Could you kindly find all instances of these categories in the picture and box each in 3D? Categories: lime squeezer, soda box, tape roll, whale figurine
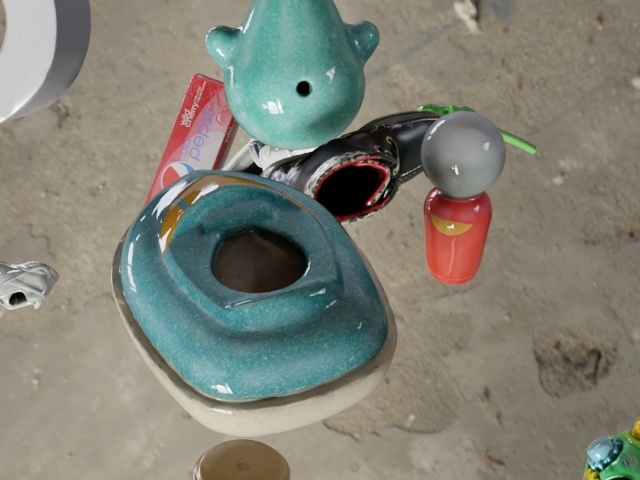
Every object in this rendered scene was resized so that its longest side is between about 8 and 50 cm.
[{"bbox_3d":[0.209,-0.173,1.563,0.310,0.110,0.059,0,46,-3],"label":"lime squeezer"},{"bbox_3d":[-0.208,-0.139,1.608,0.092,0.083,0.263,22,96,6],"label":"soda box"},{"bbox_3d":[-0.344,-0.226,0.965,0.219,0.219,0.072,-11,13,19],"label":"tape roll"},{"bbox_3d":[-0.030,-0.241,1.157,0.216,0.272,0.141,-2,17,-8],"label":"whale figurine"}]

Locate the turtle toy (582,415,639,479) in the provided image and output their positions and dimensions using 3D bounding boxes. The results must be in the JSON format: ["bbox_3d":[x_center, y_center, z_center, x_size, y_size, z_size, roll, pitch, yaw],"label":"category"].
[{"bbox_3d":[0.217,0.188,0.667,0.066,0.095,0.130,-6,40,-3],"label":"turtle toy"}]

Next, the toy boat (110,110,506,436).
[{"bbox_3d":[0.000,0.000,0.736,0.318,0.148,0.267,-18,40,-22],"label":"toy boat"}]

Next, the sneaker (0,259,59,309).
[{"bbox_3d":[-0.441,0.062,1.347,0.152,0.054,0.061,1,54,23],"label":"sneaker"}]

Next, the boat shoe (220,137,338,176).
[{"bbox_3d":[-0.071,-0.131,1.486,0.258,0.084,0.095,-43,54,30],"label":"boat shoe"}]

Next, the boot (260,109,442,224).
[{"bbox_3d":[0.063,-0.077,1.043,0.236,0.085,0.178,-21,13,-14],"label":"boot"}]

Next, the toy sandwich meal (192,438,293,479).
[{"bbox_3d":[-0.060,0.191,0.766,0.085,0.029,0.086,3,28,-2],"label":"toy sandwich meal"}]
